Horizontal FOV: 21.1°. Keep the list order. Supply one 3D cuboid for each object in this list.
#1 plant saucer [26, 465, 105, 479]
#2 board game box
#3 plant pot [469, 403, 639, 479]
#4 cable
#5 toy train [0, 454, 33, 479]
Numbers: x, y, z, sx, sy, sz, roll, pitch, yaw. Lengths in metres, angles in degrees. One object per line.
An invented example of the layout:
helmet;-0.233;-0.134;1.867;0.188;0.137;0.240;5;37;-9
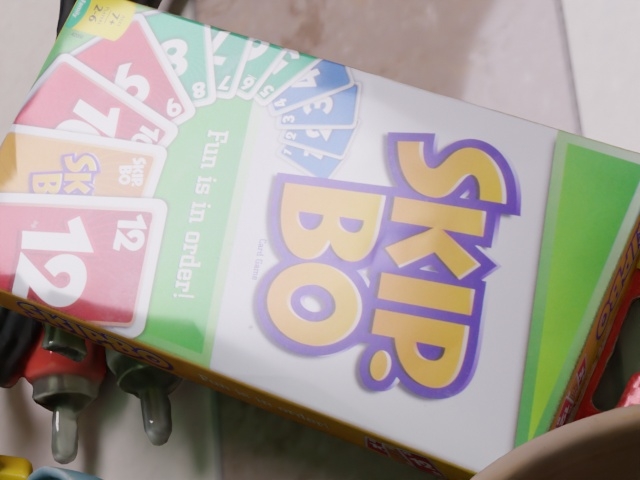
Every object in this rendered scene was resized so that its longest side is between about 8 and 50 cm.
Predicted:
plant saucer;-0.030;0.216;0.479;0.317;0.043;0.318;170;90;-70
board game box;0.000;0.000;0.607;0.259;0.039;0.124;20;74;20
plant pot;0.126;0.153;0.430;0.237;0.237;0.110;36;134;37
cable;-0.090;-0.043;0.733;0.139;0.072;0.287;-31;44;40
toy train;-0.178;0.102;0.694;0.166;0.125;0.046;-52;15;11
